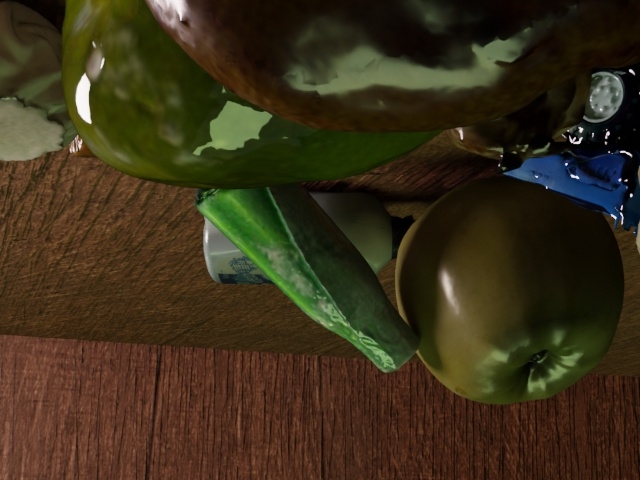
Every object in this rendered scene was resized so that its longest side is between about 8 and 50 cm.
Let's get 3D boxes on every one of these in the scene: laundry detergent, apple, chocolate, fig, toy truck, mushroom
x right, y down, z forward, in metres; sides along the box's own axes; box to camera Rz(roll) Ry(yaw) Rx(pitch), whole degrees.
[{"bbox_3d":[0.000,0.000,1.554,0.280,0.105,0.215,-1,164,0],"label":"laundry detergent"},{"bbox_3d":[0.213,0.052,1.411,0.262,0.263,0.262,1,167,0],"label":"apple"},{"bbox_3d":[-0.005,0.027,1.340,0.291,0.110,0.110,47,152,-12],"label":"chocolate"},{"bbox_3d":[-0.005,-0.138,0.745,0.233,0.233,0.314,-9,180,39],"label":"fig"},{"bbox_3d":[0.206,-0.094,0.894,0.126,0.208,0.113,-10,162,37],"label":"toy truck"},{"bbox_3d":[0.043,-0.158,0.523,0.267,0.267,0.254,6,159,-20],"label":"mushroom"}]

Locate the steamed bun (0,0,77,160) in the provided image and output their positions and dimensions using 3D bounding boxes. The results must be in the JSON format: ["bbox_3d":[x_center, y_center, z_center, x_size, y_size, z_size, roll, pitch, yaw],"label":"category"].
[{"bbox_3d":[-0.271,-0.135,0.999,0.182,0.106,0.183,-1,164,0],"label":"steamed bun"}]

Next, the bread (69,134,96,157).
[{"bbox_3d":[-0.206,-0.109,1.219,0.085,0.053,0.085,1,179,0],"label":"bread"}]

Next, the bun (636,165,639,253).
[{"bbox_3d":[0.305,-0.082,0.687,0.202,0.364,0.364,23,160,-20],"label":"bun"}]
